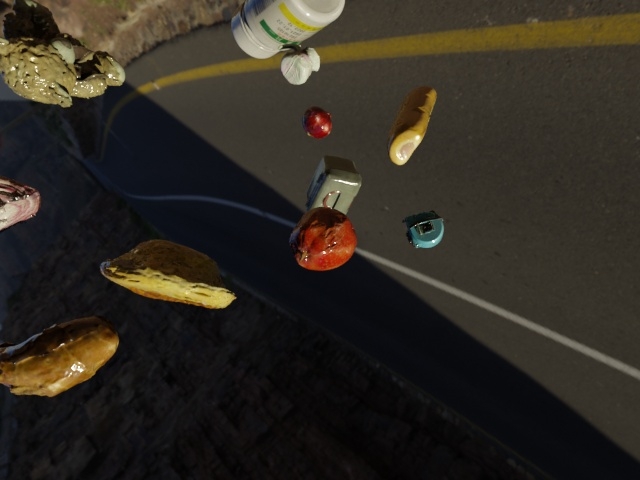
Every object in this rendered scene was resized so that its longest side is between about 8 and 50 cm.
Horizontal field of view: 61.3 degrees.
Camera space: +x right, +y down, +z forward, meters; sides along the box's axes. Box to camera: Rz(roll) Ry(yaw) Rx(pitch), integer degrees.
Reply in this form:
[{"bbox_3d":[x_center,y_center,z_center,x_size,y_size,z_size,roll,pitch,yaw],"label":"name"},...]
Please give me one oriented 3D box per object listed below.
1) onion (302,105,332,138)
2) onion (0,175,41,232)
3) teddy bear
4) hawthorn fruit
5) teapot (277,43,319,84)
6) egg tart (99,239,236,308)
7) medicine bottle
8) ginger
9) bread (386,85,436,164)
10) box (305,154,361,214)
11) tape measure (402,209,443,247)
[{"bbox_3d":[-0.011,-0.469,2.146,0.131,0.131,0.131,41,162,16],"label":"onion"},{"bbox_3d":[-0.886,-0.074,1.356,0.146,0.314,0.280,59,148,-2],"label":"onion"},{"bbox_3d":[-0.582,-0.382,1.156,0.267,0.156,0.256,37,-166,-19],"label":"teddy bear"},{"bbox_3d":[0.006,-0.007,1.418,0.179,0.173,0.173,8,-168,-41],"label":"hawthorn fruit"},{"bbox_3d":[-0.043,-0.354,1.063,0.083,0.064,0.064,52,144,-7],"label":"teapot"},{"bbox_3d":[-0.480,0.107,1.762,0.444,0.178,0.443,12,168,3],"label":"egg tart"},{"bbox_3d":[-0.107,-0.674,1.579,0.340,0.208,0.208,-8,125,54],"label":"medicine bottle"},{"bbox_3d":[-0.670,0.294,1.347,0.172,0.322,0.165,-117,18,-46],"label":"ginger"},{"bbox_3d":[0.262,-0.346,1.578,0.091,0.305,0.142,32,133,-7],"label":"bread"},{"bbox_3d":[0.038,-0.173,1.825,0.129,0.148,0.210,-100,28,-42],"label":"box"},{"bbox_3d":[0.379,-0.038,1.957,0.081,0.146,0.125,61,-167,-68],"label":"tape measure"}]
